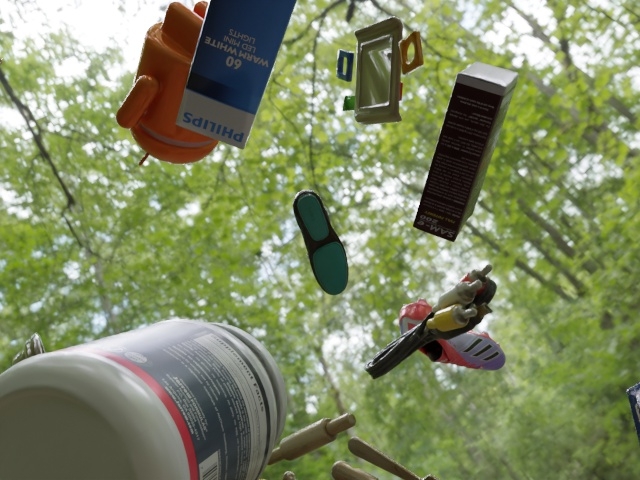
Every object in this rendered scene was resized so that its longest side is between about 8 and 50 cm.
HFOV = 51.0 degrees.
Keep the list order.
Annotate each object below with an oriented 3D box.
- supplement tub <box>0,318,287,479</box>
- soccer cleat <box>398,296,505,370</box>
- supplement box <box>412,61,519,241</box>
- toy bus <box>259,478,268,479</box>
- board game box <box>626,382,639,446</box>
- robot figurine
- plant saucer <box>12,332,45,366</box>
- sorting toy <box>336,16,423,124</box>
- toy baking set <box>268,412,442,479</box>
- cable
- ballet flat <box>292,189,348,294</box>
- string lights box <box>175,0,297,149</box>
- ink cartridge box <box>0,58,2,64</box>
[{"bbox_3d":[-0.152,0.174,0.596,0.191,0.191,0.272,-45,-11,12],"label":"supplement tub"},{"bbox_3d":[0.234,0.191,1.192,0.248,0.095,0.083,33,-42,-26],"label":"soccer cleat"},{"bbox_3d":[0.216,-0.133,1.000,0.130,0.073,0.240,-41,-33,-58],"label":"supplement box"},{"bbox_3d":[-0.104,0.410,0.863,0.191,0.202,0.104,-47,-5,-43],"label":"toy bus"},{"bbox_3d":[0.472,0.287,0.781,0.243,0.165,0.042,34,-55,-13],"label":"board game box"},{"bbox_3d":[-0.175,-0.189,0.853,0.128,0.158,0.220,17,-53,-10],"label":"robot figurine"},{"bbox_3d":[-0.337,0.254,0.842,0.041,0.278,0.278,-15,-38,-23],"label":"plant saucer"},{"bbox_3d":[0.125,-0.334,1.349,0.047,0.347,0.196,-5,-81,-23],"label":"sorting toy"},{"bbox_3d":[0.045,0.304,0.830,0.256,0.197,0.030,-41,-2,34],"label":"toy baking set"},{"bbox_3d":[0.166,0.121,1.043,0.287,0.072,0.139,-36,12,46],"label":"cable"},{"bbox_3d":[0.000,0.000,1.221,0.074,0.074,0.203,-25,-72,-19],"label":"ballet flat"},{"bbox_3d":[-0.062,-0.237,0.651,0.076,0.133,0.260,19,-56,-9],"label":"string lights box"},{"bbox_3d":[-0.719,-0.389,1.279,0.045,0.145,0.179,-61,-5,-4],"label":"ink cartridge box"}]
